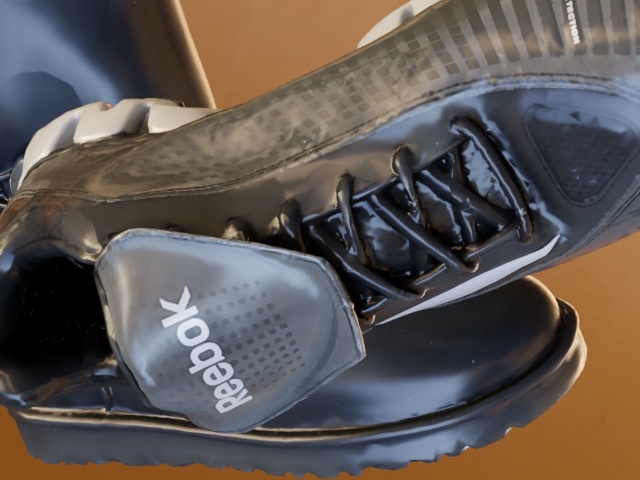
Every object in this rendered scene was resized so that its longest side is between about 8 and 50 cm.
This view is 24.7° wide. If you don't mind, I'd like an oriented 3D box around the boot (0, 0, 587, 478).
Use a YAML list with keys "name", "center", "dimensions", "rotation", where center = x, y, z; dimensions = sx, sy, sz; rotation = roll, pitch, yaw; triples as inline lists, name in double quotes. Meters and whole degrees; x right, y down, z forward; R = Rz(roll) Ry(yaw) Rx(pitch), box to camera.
- name: "boot"
  center: [-0.043, -0.021, 0.534]
  dimensions: [0.246, 0.207, 0.094]
  rotation: [-5, -153, 24]

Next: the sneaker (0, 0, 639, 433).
- name: "sneaker"
  center: [0.000, 0.000, 0.353]
  dimensions: [0.234, 0.078, 0.106]
  rotation: [-12, -149, 32]
